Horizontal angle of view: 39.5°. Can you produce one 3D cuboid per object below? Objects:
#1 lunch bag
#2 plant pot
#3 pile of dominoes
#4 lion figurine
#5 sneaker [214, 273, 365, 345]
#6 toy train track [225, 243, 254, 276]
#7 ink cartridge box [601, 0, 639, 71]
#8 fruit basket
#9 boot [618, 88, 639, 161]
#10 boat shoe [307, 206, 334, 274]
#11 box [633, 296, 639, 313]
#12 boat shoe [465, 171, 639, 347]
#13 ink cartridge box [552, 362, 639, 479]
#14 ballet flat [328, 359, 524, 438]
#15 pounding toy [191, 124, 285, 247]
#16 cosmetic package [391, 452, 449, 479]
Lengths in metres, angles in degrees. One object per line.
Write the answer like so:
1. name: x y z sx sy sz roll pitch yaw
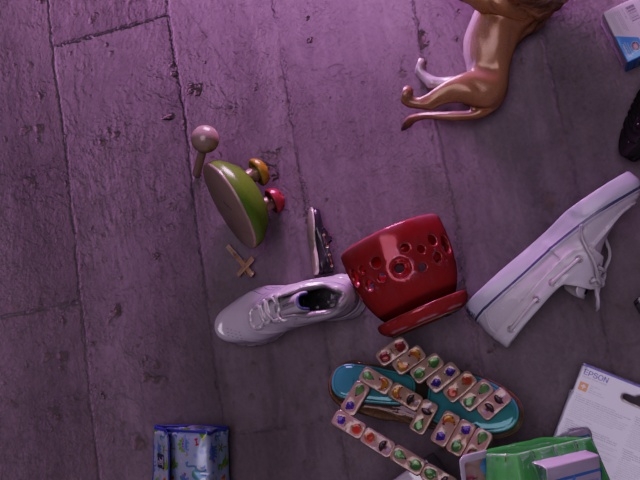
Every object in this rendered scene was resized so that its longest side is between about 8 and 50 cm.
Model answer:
1. lunch bag: -0.254 0.414 1.679 0.151 0.096 0.129 -3 84 29
2. plant pot: 0.153 0.068 1.567 0.191 0.191 0.174 -24 81 10
3. pile of dominoes: 0.167 0.279 1.476 0.251 0.040 0.196 27 77 21
4. lion figurine: 0.306 -0.358 1.629 0.240 0.142 0.392 19 102 9
5. sneaker: -0.067 0.121 1.647 0.297 0.129 0.111 -18 80 13
6. toy train track: -0.155 0.039 1.742 0.048 0.014 0.083 -47 68 12
7. ink cartridge box: 0.605 -0.389 1.574 0.181 0.061 0.104 -24 78 11
8. fruit basket: 0.356 0.482 1.361 0.165 0.327 0.353 -27 68 50
9. boot: 0.698 -0.234 1.496 0.260 0.131 0.348 30 112 -4
10. boat shoe: 0.000 0.001 1.692 0.042 0.049 0.133 -4 73 -14
11. box: 0.692 0.104 1.470 0.290 0.087 0.169 -28 76 10
12. boat shoe: 0.431 0.052 1.522 0.367 0.136 0.156 -42 74 9
13. ink cartridge box: 0.508 0.350 1.506 0.223 0.045 0.224 22 89 17
14. ballet flat: 0.183 0.286 1.560 0.342 0.124 0.116 5 65 16
15. pounding toy: -0.145 -0.109 1.698 0.110 0.183 0.237 -30 71 -17
16. cosmetic package: 0.215 0.566 1.497 0.197 0.155 0.366 -36 74 7
